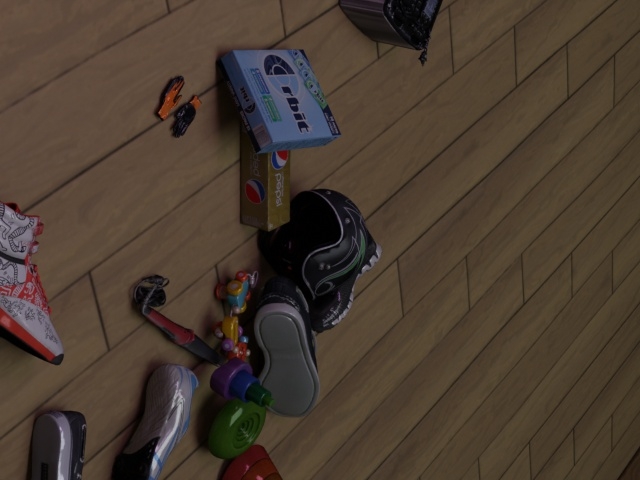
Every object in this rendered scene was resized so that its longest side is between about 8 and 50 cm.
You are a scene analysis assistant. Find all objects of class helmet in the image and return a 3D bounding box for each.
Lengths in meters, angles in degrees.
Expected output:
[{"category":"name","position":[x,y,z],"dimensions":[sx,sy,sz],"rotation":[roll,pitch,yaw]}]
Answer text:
[{"category":"helmet","position":[0.000,0.000,2.175],"dimensions":[0.161,0.169,0.169],"rotation":[-44,139,-15]}]

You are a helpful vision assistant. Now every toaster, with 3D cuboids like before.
[{"category":"toaster","position":[0.132,-0.422,2.242],"dimensions":[0.168,0.110,0.186],"rotation":[33,75,-56]}]

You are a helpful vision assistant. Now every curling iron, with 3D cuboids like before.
[{"category":"curling iron","position":[-0.210,0.135,2.028],"dimensions":[0.068,0.035,0.274],"rotation":[-62,145,-19]}]

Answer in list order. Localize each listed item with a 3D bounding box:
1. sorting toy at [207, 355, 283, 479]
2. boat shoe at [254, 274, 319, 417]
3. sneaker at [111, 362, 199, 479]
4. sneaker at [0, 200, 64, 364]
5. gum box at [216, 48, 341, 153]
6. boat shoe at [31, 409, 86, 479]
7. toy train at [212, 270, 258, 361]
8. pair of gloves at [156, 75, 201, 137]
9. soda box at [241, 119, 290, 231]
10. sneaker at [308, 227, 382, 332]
[{"category":"sorting toy","position":[-0.097,0.343,2.155],"dimensions":[0.127,0.126,0.365],"rotation":[-41,145,-31]},{"category":"boat shoe","position":[-0.054,0.184,2.217],"dimensions":[0.302,0.114,0.091],"rotation":[92,2,-47]},{"category":"sneaker","position":[-0.246,0.305,1.997],"dimensions":[0.086,0.085,0.237],"rotation":[29,79,-46]},{"category":"sneaker","position":[-0.382,0.048,1.679],"dimensions":[0.145,0.090,0.270],"rotation":[-60,142,-17]},{"category":"gum box","position":[-0.061,-0.218,2.023],"dimensions":[0.184,0.041,0.157],"rotation":[-11,75,-55]},{"category":"boat shoe","position":[-0.367,0.348,1.849],"dimensions":[0.076,0.080,0.228],"rotation":[-4,99,-55]},{"category":"toy train","position":[-0.143,0.128,2.124],"dimensions":[0.125,0.046,0.166],"rotation":[14,84,-78]},{"category":"pair of gloves","position":[-0.207,-0.195,1.916],"dimensions":[0.074,0.010,0.083],"rotation":[-63,149,-20]},{"category":"soda box","position":[-0.087,-0.111,2.089],"dimensions":[0.061,0.058,0.181],"rotation":[-27,125,-51]},{"category":"sneaker","position":[0.028,0.055,2.322],"dimensions":[0.234,0.078,0.106],"rotation":[-56,141,-33]}]
